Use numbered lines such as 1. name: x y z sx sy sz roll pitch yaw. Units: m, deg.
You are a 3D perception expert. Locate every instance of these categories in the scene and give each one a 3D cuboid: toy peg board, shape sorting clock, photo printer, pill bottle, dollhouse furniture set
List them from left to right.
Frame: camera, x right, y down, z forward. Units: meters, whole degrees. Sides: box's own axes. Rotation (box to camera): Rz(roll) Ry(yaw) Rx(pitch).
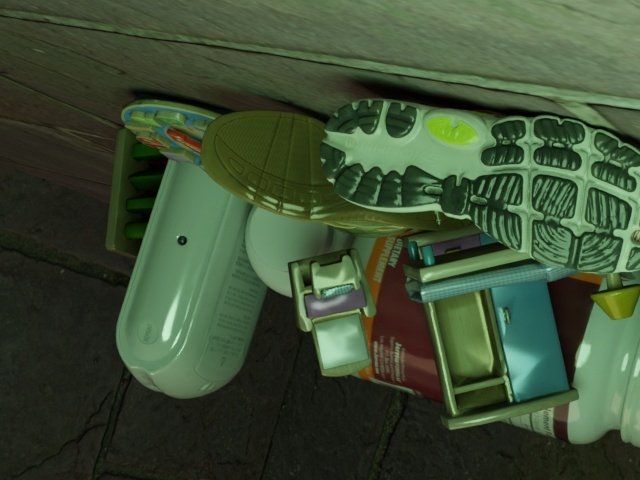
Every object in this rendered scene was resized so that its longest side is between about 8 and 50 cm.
1. toy peg board: -0.192 -0.051 2.013 0.079 0.161 0.160 -3 165 32
2. photo printer: -0.137 0.039 1.866 0.107 0.307 0.256 16 177 16
3. shape sorting clock: -0.114 -0.100 1.647 0.206 0.040 0.206 20 169 4
4. pill bottle: 0.000 0.000 1.827 0.146 0.146 0.264 16 179 16
5. dollhouse furniture set: 0.136 0.089 1.425 0.286 0.198 0.303 -13 -178 -5
6. pill bottle: 0.231 0.094 1.712 0.392 0.224 0.224 15 175 19

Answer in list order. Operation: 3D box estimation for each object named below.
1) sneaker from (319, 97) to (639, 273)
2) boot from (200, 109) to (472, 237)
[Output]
1. sneaker: 0.141 -0.057 1.166 0.279 0.107 0.118 19 -165 19
2. boot: 0.004 -0.058 1.486 0.262 0.095 0.203 8 177 -11
